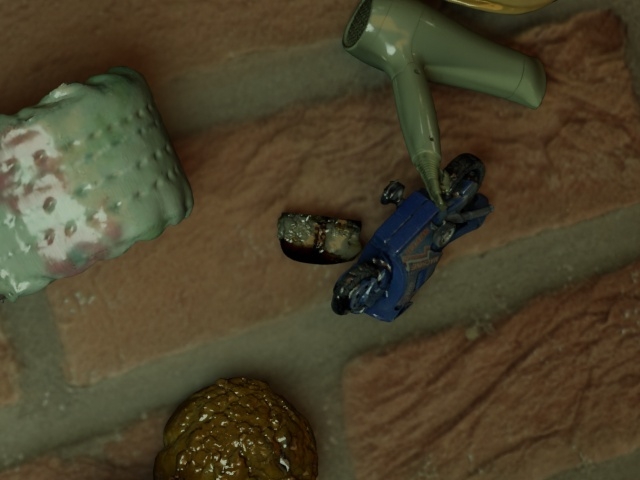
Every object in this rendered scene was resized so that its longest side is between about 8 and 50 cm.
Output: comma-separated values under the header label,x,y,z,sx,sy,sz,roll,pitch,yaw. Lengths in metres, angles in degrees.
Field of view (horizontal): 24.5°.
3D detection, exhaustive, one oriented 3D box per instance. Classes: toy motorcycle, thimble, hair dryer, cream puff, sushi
label,x,y,z,sx,sy,sz,roll,pitch,yaw
toy motorcycle,0.086,0.006,1.389,0.076,0.114,0.205,38,74,24
thimble,-0.224,-0.046,1.247,0.211,0.185,0.149,-30,100,-39
hair dryer,0.124,-0.115,1.365,0.206,0.075,0.237,18,49,-20
cream puff,-0.074,0.204,1.333,0.150,0.115,0.165,-8,91,-20
sushi,0.000,0.000,1.391,0.083,0.044,0.046,6,87,-14

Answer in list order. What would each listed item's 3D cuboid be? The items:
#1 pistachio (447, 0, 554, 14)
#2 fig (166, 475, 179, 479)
label,x,y,z,sx,sy,sz,roll,pitch,yaw
pistachio,0.164,-0.281,1.395,0.201,0.117,0.145,1,54,-19
fig,-0.166,0.265,1.291,0.185,0.126,0.133,-36,75,10
